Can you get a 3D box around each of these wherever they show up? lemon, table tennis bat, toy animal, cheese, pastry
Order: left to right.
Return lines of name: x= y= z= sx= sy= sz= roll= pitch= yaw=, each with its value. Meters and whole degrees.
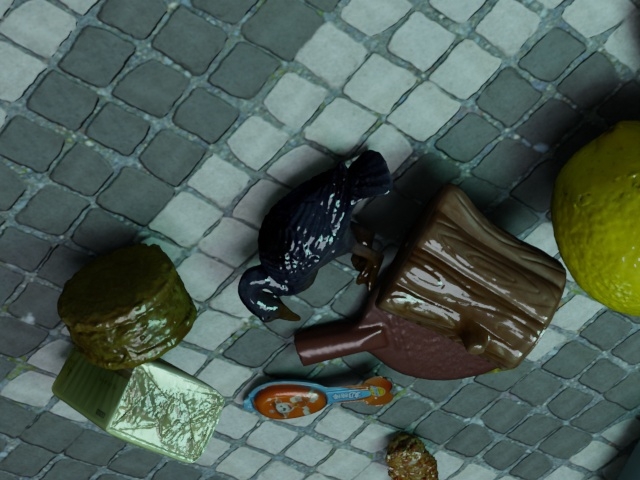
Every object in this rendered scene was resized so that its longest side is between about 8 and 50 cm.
pastry: x=-0.269 y=0.091 z=1.693 sx=0.188 sy=0.189 sz=0.103 roll=-17 pitch=121 yaw=4
cheese: x=-0.003 y=0.257 z=1.997 sx=0.256 sy=0.037 sz=0.106 roll=-5 pitch=140 yaw=6
toy animal: x=0.000 y=0.000 z=1.719 sx=0.185 sy=0.122 sz=0.298 roll=11 pitch=128 yaw=-21
pastry: x=0.165 y=0.399 z=2.173 sx=0.087 sy=0.063 sz=0.169 roll=-10 pitch=139 yaw=9
table tennis bat: x=0.163 y=0.126 z=1.910 sx=0.414 sy=0.051 sz=0.268 roll=-14 pitch=125 yaw=4
lemon: x=0.453 y=-0.031 z=1.675 sx=0.293 sy=0.293 sz=0.293 roll=-6 pitch=133 yaw=-6

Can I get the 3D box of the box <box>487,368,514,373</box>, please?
box: x=0.278 y=0.170 z=2.006 sx=0.090 sy=0.023 sz=0.133 roll=-9 pitch=134 yaw=-2

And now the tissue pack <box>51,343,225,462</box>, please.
tissue pack: x=-0.272 y=0.227 z=1.790 sx=0.159 sy=0.234 sz=0.125 roll=29 pitch=83 yaw=-32

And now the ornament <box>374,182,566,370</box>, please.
ornament: x=0.213 y=0.061 z=1.706 sx=0.217 sy=0.221 sz=0.235 roll=30 pitch=133 yaw=-1

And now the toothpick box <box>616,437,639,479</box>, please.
toothpick box: x=0.654 y=0.462 z=2.206 sx=0.263 sy=0.263 sz=0.355 roll=2 pitch=131 yaw=-14
